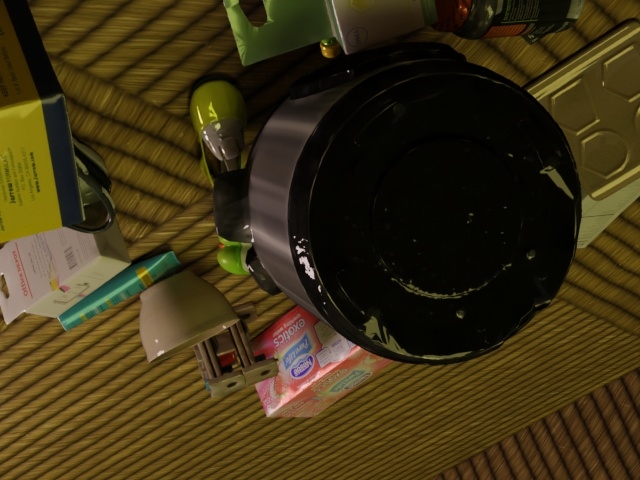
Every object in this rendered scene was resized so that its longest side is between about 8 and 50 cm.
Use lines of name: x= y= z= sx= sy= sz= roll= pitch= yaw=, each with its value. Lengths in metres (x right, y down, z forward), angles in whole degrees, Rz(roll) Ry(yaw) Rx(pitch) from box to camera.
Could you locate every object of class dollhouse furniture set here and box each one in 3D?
dollhouse furniture set: x=-0.152 y=0.218 z=2.437 sx=0.129 sy=0.129 sz=0.183 roll=-18 pitch=154 yaw=-8

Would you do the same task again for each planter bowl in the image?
planter bowl: x=-0.226 y=0.114 z=2.169 sx=0.162 sy=0.109 sz=0.162 roll=-27 pitch=175 yaw=-3

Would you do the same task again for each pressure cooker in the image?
pressure cooker: x=0.087 y=-0.049 z=1.716 sx=0.375 sy=0.370 sz=0.420 roll=-51 pitch=-165 yaw=-4

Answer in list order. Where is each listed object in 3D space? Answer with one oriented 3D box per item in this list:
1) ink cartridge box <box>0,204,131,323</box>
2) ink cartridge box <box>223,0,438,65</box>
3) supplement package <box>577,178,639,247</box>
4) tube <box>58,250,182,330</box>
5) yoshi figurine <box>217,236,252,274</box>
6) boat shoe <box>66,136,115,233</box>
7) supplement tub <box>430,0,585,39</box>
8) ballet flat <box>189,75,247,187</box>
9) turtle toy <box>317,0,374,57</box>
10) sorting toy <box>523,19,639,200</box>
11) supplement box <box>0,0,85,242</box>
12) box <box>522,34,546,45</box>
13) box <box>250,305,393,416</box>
ink cartridge box: x=-0.370 y=0.029 z=1.901 sx=0.198 sy=0.115 sz=0.067 roll=-33 pitch=153 yaw=24
ink cartridge box: x=0.007 y=-0.295 z=1.562 sx=0.235 sy=0.056 sz=0.171 roll=-21 pitch=130 yaw=-6
supplement package: x=0.438 y=-0.101 z=2.275 sx=0.139 sy=0.133 sz=0.244 roll=-4 pitch=149 yaw=-34
tube: x=-0.317 y=0.073 z=2.120 sx=0.207 sy=0.052 sz=0.080 roll=-27 pitch=167 yaw=-4
yoshi figurine: x=0.017 y=0.014 z=2.074 sx=0.362 sy=0.203 sz=0.203 roll=-3 pitch=148 yaw=-42
boat shoe: x=-0.352 y=-0.091 z=1.704 sx=0.114 sy=0.091 sz=0.302 roll=-31 pitch=154 yaw=17
supplement tub: x=0.229 y=-0.314 z=1.702 sx=0.190 sy=0.117 sz=0.117 roll=-8 pitch=152 yaw=-27
ballet flat: x=-0.129 y=-0.130 z=1.823 sx=0.077 sy=0.077 sz=0.231 roll=-16 pitch=154 yaw=-10
turtle toy: x=0.039 y=-0.287 z=1.659 sx=0.130 sy=0.066 sz=0.095 roll=-16 pitch=128 yaw=-11
sorting toy: x=0.415 y=-0.174 z=2.090 sx=0.307 sy=0.229 sz=0.041 roll=-33 pitch=-163 yaw=21
supplement box: x=-0.455 y=-0.103 z=1.431 sx=0.357 sy=0.194 sz=0.195 roll=-15 pitch=139 yaw=-15
box: x=0.297 y=-0.315 z=1.819 sx=0.083 sy=0.062 sz=0.052 roll=-31 pitch=155 yaw=17
box: x=0.017 y=0.196 z=2.505 sx=0.142 sy=0.154 sz=0.300 roll=9 pitch=140 yaw=-48
